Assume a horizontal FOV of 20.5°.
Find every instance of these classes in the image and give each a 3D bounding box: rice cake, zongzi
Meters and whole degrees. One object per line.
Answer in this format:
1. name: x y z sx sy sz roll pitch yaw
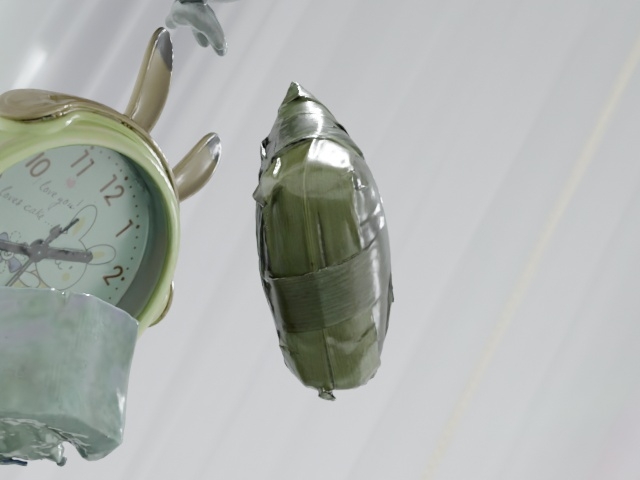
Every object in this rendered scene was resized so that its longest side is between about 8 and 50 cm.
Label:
1. rice cake: -0.239 0.041 0.679 0.336 0.066 0.063 5 -29 -8
2. zongzi: 0.000 0.000 0.761 0.055 0.109 0.119 -6 24 -2

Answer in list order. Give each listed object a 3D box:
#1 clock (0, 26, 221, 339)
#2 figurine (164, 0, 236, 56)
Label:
1. clock: -0.145 -0.005 0.928 0.069 0.232 0.170 35 -22 46
2. figurine: -0.093 -0.224 1.048 0.193 0.140 0.265 34 -15 19
